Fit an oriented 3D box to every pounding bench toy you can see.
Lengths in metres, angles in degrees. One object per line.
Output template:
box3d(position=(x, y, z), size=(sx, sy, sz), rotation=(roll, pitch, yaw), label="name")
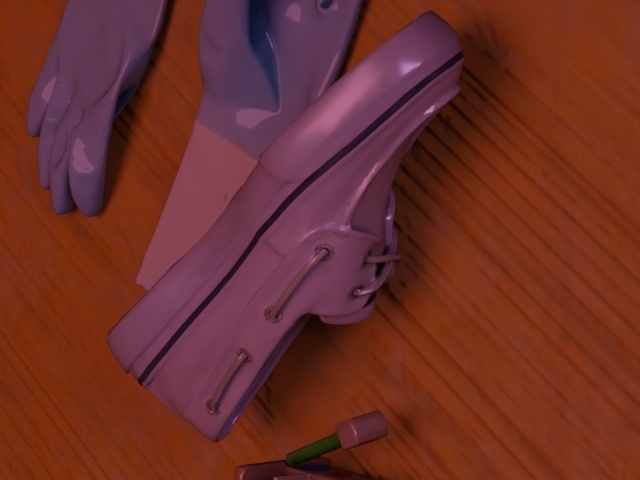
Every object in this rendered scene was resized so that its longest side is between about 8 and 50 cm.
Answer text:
box3d(position=(-0.002, 0.108, 0.812), size=(0.065, 0.052, 0.083), rotation=(10, 97, 45), label="pounding bench toy")

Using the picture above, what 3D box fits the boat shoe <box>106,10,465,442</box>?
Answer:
box3d(position=(0.000, 0.000, 0.807), size=(0.076, 0.083, 0.226), rotation=(46, 127, 4), label="boat shoe")

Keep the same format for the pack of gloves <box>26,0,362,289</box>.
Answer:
box3d(position=(-0.075, -0.090, 0.892), size=(0.195, 0.046, 0.232), rotation=(36, 115, 38), label="pack of gloves")
